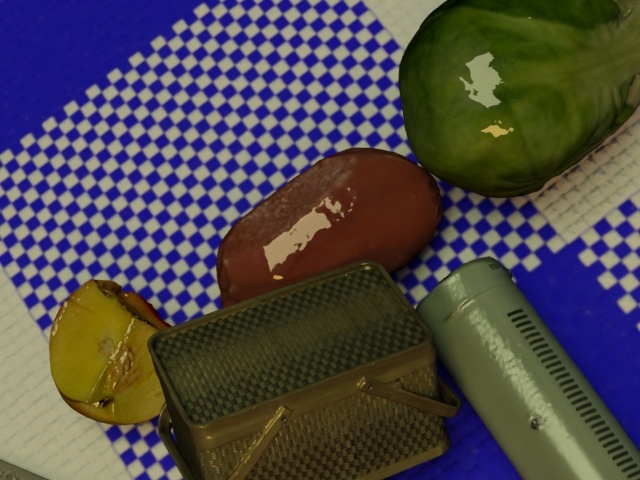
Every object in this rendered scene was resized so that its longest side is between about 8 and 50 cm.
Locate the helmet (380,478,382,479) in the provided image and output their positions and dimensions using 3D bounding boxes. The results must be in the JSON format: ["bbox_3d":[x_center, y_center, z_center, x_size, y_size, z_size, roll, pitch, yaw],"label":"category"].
[{"bbox_3d":[-0.020,0.277,1.410,0.177,0.107,0.153,-22,37,-12],"label":"helmet"}]

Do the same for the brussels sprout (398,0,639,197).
[{"bbox_3d":[0.206,-0.159,1.455,0.271,0.219,0.210,-20,83,-13],"label":"brussels sprout"}]

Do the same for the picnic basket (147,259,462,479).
[{"bbox_3d":[-0.017,0.144,1.378,0.267,0.139,0.165,-19,34,-12],"label":"picnic basket"}]

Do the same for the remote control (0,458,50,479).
[{"bbox_3d":[-0.363,0.256,1.556,0.261,0.029,0.067,18,77,21],"label":"remote control"}]

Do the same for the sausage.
[{"bbox_3d":[0.000,0.000,1.490,0.254,0.148,0.148,-42,65,-4],"label":"sausage"}]

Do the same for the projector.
[{"bbox_3d":[0.218,0.174,1.382,0.108,0.108,0.337,-35,65,1],"label":"projector"}]

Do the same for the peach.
[{"bbox_3d":[-0.214,0.117,1.520,0.151,0.118,0.151,-1,92,-18],"label":"peach"}]
